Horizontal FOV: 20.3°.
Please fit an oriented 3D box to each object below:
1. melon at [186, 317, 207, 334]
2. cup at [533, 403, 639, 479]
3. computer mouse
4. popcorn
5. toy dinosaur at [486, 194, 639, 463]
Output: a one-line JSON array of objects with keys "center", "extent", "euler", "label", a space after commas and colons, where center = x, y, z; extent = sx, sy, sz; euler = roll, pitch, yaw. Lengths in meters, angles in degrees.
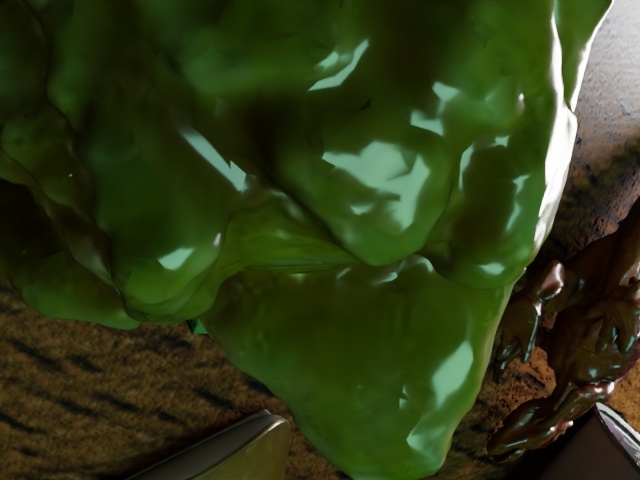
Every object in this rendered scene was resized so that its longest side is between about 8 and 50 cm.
[{"center": [0.000, 0.000, 1.006], "extent": [0.209, 0.118, 0.064], "euler": [5, 136, -39], "label": "melon"}, {"center": [0.206, 0.308, 1.553], "extent": [0.288, 0.203, 0.203], "euler": [-43, 150, 8], "label": "cup"}, {"center": [-0.095, 0.179, 1.160], "extent": [0.199, 0.045, 0.102], "euler": [-24, 140, -34], "label": "computer mouse"}, {"center": [-0.043, -0.067, 0.745], "extent": [0.290, 0.325, 0.321], "euler": [17, 69, -52], "label": "popcorn"}, {"center": [0.228, 0.027, 1.327], "extent": [0.432, 0.097, 0.208], "euler": [-57, 161, 23], "label": "toy dinosaur"}]
